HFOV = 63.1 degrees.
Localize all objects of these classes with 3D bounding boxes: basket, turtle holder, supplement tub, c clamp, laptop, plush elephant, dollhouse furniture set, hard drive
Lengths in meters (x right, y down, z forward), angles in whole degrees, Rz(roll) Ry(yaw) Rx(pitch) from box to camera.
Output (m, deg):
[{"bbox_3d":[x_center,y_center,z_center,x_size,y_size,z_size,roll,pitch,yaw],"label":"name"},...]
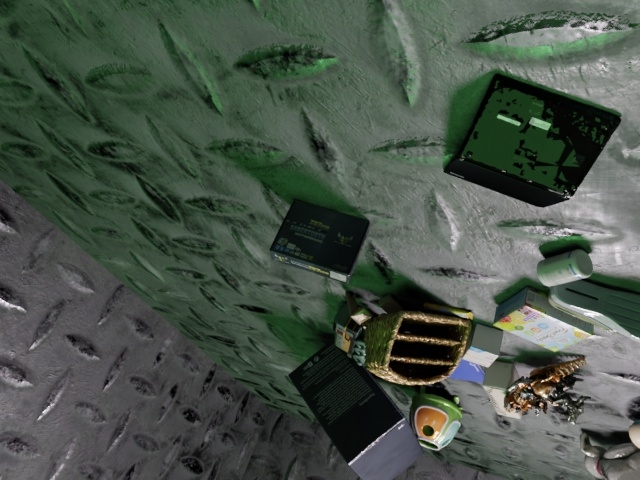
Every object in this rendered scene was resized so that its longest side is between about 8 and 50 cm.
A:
[{"bbox_3d":[0.319,0.360,1.700,0.299,0.213,0.223,13,158,-25],"label":"basket"},{"bbox_3d":[0.514,0.840,2.418,0.243,0.227,0.320,23,151,0],"label":"turtle holder"},{"bbox_3d":[0.585,0.066,1.248,0.071,0.071,0.107,33,151,-17],"label":"supplement tub"},{"bbox_3d":[0.793,0.710,2.219,0.161,0.022,0.137,26,146,-1],"label":"c clamp"},{"bbox_3d":[0.398,-0.181,1.034,0.234,0.136,0.264,21,125,4],"label":"laptop"},{"bbox_3d":[1.163,0.892,2.046,0.330,0.255,0.271,-15,98,4],"label":"plush elephant"},{"bbox_3d":[0.196,0.223,1.834,0.151,0.123,0.144,-35,125,17],"label":"dollhouse furniture set"},{"bbox_3d":[0.488,0.480,2.032,0.319,0.040,0.210,-3,141,39],"label":"hard drive"}]

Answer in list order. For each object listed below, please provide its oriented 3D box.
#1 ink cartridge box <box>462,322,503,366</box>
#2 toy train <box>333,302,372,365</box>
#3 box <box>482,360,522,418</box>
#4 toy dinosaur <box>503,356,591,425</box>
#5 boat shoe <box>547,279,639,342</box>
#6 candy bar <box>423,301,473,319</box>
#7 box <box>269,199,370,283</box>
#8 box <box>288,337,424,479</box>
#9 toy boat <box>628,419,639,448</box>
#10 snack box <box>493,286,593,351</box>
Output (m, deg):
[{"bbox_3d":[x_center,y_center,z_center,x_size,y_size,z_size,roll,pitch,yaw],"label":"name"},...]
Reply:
[{"bbox_3d":[0.537,0.353,1.736,0.092,0.089,0.143,18,152,10],"label":"ink cartridge box"},{"bbox_3d":[0.141,0.367,2.017,0.190,0.142,0.334,30,155,15],"label":"toy train"},{"bbox_3d":[0.690,0.559,1.948,0.094,0.113,0.275,3,144,35],"label":"box"},{"bbox_3d":[0.755,0.496,1.726,0.218,0.164,0.322,24,148,-11],"label":"toy dinosaur"},{"bbox_3d":[0.731,0.176,1.315,0.302,0.109,0.094,25,168,16],"label":"boat shoe"},{"bbox_3d":[0.415,0.228,1.694,0.162,0.018,0.040,10,148,21],"label":"candy bar"},{"bbox_3d":[0.000,0.000,1.446,0.233,0.183,0.059,18,150,12],"label":"box"},{"bbox_3d":[0.161,0.752,2.252,0.472,0.297,0.480,45,168,41],"label":"box"},{"bbox_3d":[1.218,0.659,1.724,0.268,0.148,0.318,27,159,5],"label":"toy boat"},{"bbox_3d":[0.631,0.228,1.483,0.207,0.070,0.174,22,150,-1],"label":"snack box"}]
